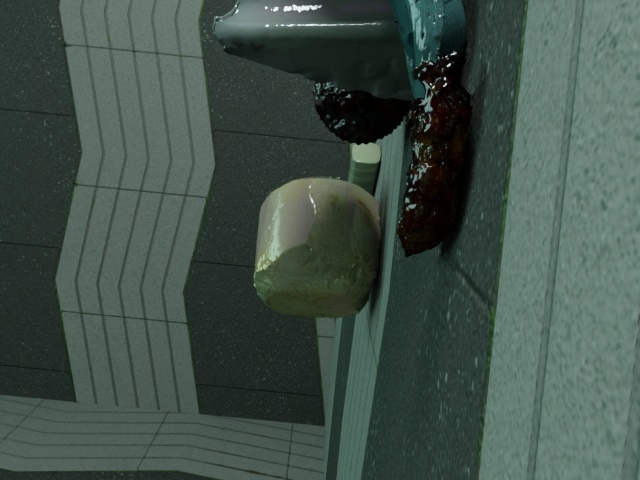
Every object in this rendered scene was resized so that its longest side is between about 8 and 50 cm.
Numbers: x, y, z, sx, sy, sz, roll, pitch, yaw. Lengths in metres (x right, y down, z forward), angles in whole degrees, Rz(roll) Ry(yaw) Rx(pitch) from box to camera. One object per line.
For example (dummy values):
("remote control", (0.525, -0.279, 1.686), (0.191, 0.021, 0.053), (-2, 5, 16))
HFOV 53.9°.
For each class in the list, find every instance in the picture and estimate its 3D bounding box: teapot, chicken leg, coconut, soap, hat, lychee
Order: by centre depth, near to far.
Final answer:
("chicken leg", (0.113, -0.073, 0.639), (0.105, 0.063, 0.233), (-72, -13, -69))
("hat", (0.126, -0.241, 0.705), (0.138, 0.078, 0.190), (16, -120, -84))
("soap", (0.022, -0.305, 0.907), (0.258, 0.302, 0.158), (47, -135, -87))
("lychee", (0.078, -0.263, 1.098), (0.188, 0.188, 0.188), (-174, 90, -90))
("coconut", (0.000, 0.000, 1.415), (0.297, 0.298, 0.309), (96, 177, -67))
("teapot", (0.093, -0.164, 1.652), (0.200, 0.107, 0.077), (95, 177, -54))
